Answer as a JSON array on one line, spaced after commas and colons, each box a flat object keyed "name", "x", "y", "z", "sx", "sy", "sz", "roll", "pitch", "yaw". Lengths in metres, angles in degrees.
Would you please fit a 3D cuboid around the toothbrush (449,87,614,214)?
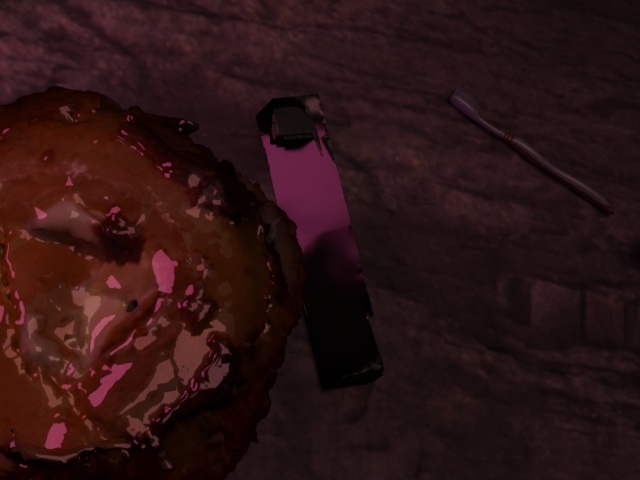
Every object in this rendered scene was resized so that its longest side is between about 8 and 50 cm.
[{"name": "toothbrush", "x": 0.200, "y": -0.081, "z": 1.805, "sx": 0.193, "sy": 0.013, "sz": 0.019, "roll": 36, "pitch": 52, "yaw": -8}]

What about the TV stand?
[{"name": "TV stand", "x": 0.000, "y": 0.000, "z": 1.667, "sx": 0.049, "sy": 0.040, "sz": 0.256, "roll": -6, "pitch": 74, "yaw": -26}]

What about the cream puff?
[{"name": "cream puff", "x": -0.172, "y": 0.058, "z": 1.458, "sx": 0.350, "sy": 0.229, "sz": 0.350, "roll": 0, "pitch": 71, "yaw": 1}]
